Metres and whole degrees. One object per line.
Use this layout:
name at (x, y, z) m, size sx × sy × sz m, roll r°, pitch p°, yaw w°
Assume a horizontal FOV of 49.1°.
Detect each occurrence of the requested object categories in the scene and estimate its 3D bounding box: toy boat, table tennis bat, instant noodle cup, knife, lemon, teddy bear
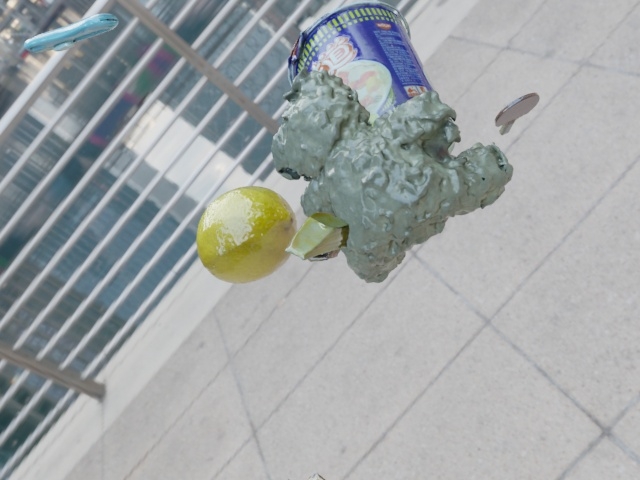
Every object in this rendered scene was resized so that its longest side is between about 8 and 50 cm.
toy boat at (0.000, 0.000, 0.994) m, size 0.066 × 0.065 × 0.172 m, roll -68°, pitch -15°, yaw 12°
table tennis bat at (0.537, -0.348, 1.949) m, size 0.130 × 0.019 × 0.220 m, roll -24°, pitch -14°, yaw -6°
instant noodle cup at (0.116, -0.279, 1.413) m, size 0.284 × 0.284 × 0.312 m, roll -40°, pitch 53°, yaw 21°
knife at (-0.376, -0.308, 1.055) m, size 0.222 × 0.031 × 0.064 m, roll 1°, pitch 14°, yaw 42°
lemon at (-0.180, -0.013, 1.693) m, size 0.263 × 0.236 × 0.236 m, roll -43°, pitch 28°, yaw 13°
teddy bear at (0.083, -0.138, 1.203) m, size 0.357 × 0.367 × 0.224 m, roll -41°, pitch -13°, yaw 35°

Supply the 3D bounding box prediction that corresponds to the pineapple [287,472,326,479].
pineapple at (-0.007, 0.501, 1.172) m, size 0.225 × 0.224 × 0.076 m, roll -38°, pitch -14°, yaw 25°
